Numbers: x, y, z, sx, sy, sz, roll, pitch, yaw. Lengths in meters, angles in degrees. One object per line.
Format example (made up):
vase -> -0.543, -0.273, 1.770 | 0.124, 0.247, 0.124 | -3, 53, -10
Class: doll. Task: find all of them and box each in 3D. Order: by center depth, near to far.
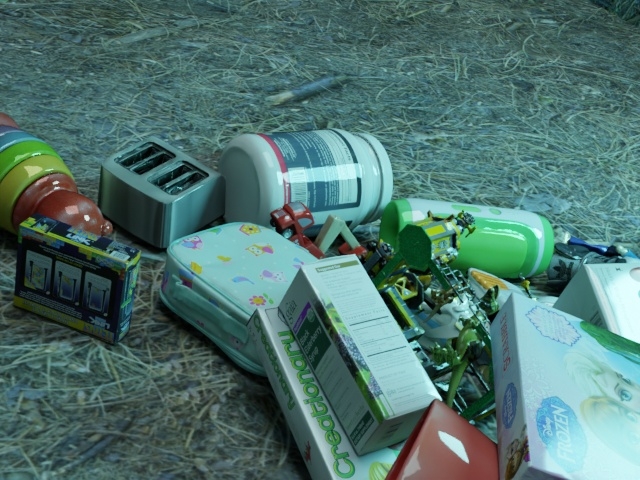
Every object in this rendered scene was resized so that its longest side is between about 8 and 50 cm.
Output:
doll -> 0.556, 0.033, 1.996 | 0.189, 0.046, 0.129 | 17, -11, 20

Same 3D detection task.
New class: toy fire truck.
toy fire truck -> 0.000, 0.000, 1.748 | 0.135, 0.192, 0.047 | -30, 43, -14

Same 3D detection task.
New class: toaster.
toaster -> -0.276, -0.079, 1.773 | 0.168, 0.110, 0.185 | 30, 41, 24

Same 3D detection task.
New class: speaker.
speaker -> 0.261, -0.003, 1.878 | 0.296, 0.131, 0.131 | 6, 30, -16

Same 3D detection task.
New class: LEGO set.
LEGO set -> 0.217, 0.113, 1.502 | 0.192, 0.255, 0.331 | -16, 57, -43

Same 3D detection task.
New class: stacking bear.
stacking bear -> -0.456, -0.068, 1.657 | 0.289, 0.164, 0.175 | 36, 35, 26

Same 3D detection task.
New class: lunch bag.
lunch bag -> -0.101, 0.084, 1.586 | 0.279, 0.108, 0.224 | 32, 35, 29

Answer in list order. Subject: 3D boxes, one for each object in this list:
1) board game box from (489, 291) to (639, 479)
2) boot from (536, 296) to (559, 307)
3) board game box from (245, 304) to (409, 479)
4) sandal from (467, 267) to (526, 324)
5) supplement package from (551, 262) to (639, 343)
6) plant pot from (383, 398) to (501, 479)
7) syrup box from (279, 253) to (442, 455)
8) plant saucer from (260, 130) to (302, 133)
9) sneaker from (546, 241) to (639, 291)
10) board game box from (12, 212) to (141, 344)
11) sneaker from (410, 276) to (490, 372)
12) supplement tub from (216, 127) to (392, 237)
board game box -> 0.345, 0.217, 1.146 | 0.318, 0.066, 0.319 | 22, 29, -6
boot -> 0.462, 0.176, 1.713 | 0.258, 0.095, 0.123 | 11, 37, 6
board game box -> 0.045, 0.212, 1.383 | 0.193, 0.053, 0.305 | -7, 55, -32
sandal -> 0.293, 0.118, 1.722 | 0.102, 0.076, 0.265 | 22, 12, -13
supplement package -> 0.487, 0.151, 1.588 | 0.203, 0.149, 0.194 | -1, 55, -17
plant pot -> 0.161, 0.347, 1.117 | 0.243, 0.275, 0.275 | 29, 31, 6
syrup box -> 0.046, 0.141, 1.341 | 0.096, 0.093, 0.237 | -11, 58, -34
plant saucer -> -0.040, -0.179, 2.047 | 0.240, 0.037, 0.241 | 0, -3, 0
sneaker -> 0.476, 0.065, 1.847 | 0.153, 0.101, 0.268 | 13, 3, 13
board game box -> -0.348, 0.054, 1.491 | 0.170, 0.141, 0.048 | 20, 31, 10
sneaker -> 0.222, 0.137, 1.653 | 0.228, 0.092, 0.087 | 23, 28, 13
supplement tub -> -0.029, -0.100, 1.854 | 0.272, 0.191, 0.191 | -7, 35, -34
